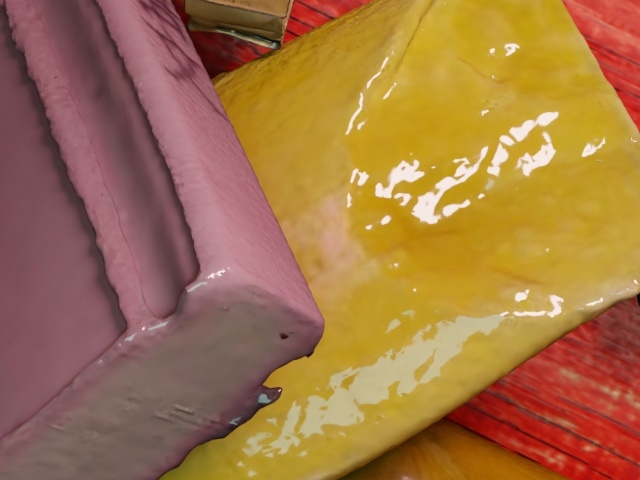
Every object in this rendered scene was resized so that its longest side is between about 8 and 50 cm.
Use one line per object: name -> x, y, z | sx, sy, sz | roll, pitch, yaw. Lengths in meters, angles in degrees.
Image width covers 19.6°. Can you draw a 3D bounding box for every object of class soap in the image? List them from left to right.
soap -> -0.001, -0.001, 1.194 | 0.427, 0.115, 0.306 | -31, 61, 7

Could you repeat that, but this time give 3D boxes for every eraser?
eraser -> -0.177, -0.009, 1.155 | 0.272, 0.359, 0.122 | -38, 139, 15

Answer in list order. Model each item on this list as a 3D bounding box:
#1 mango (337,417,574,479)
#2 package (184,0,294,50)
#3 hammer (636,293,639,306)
mango -> 0.107, 0.259, 1.237 | 0.378, 0.221, 0.264 | 41, 125, -3
package -> -0.044, -0.197, 1.239 | 0.071, 0.047, 0.131 | 9, 66, 4
hammer -> 0.393, 0.007, 1.175 | 0.408, 0.242, 0.095 | -3, 106, 22
